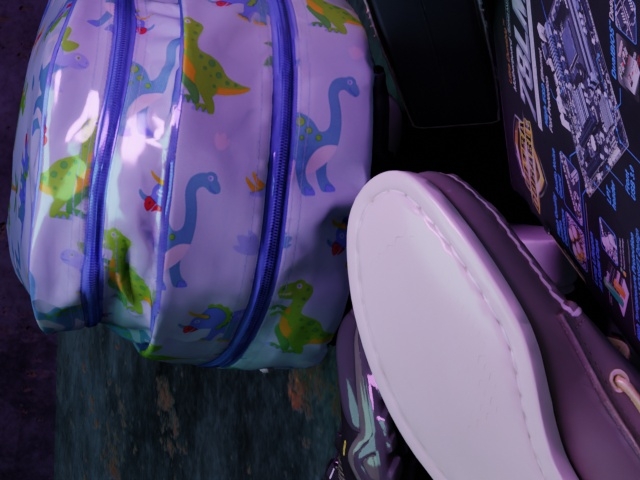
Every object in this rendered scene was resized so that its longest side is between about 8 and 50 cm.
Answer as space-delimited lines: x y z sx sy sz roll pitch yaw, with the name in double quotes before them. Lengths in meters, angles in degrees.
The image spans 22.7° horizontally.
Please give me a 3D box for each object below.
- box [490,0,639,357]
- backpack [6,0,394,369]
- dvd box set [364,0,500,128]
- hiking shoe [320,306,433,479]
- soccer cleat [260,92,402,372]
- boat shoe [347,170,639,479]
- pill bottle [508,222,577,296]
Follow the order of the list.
"box" 0.156 -0.077 0.721 0.293 0.073 0.295 -117 13 -54
"backpack" -0.079 -0.050 0.973 0.355 0.273 0.290 32 111 57
"dvd box set" 0.056 -0.310 0.916 0.307 0.062 0.420 56 -149 -71
"hiking shoe" 0.020 0.146 0.863 0.114 0.086 0.226 -7 90 37
"soccer cleat" 0.000 0.000 1.268 0.143 0.116 0.331 60 149 12
"boat shoe" 0.115 0.096 0.777 0.109 0.091 0.305 -38 78 51
"pill bottle" 0.099 0.103 0.932 0.124 0.124 0.221 -156 68 -69
